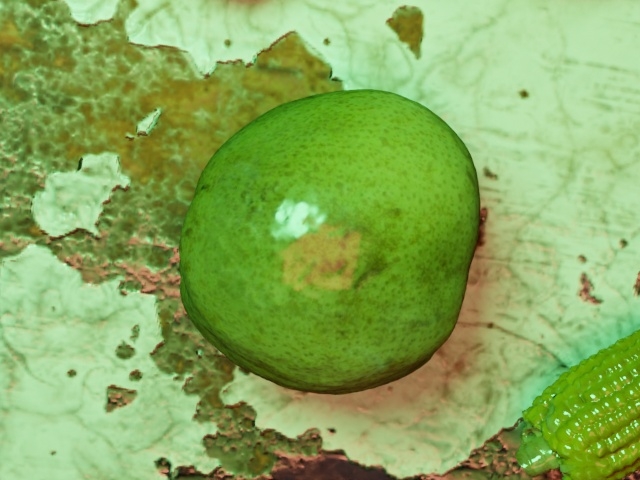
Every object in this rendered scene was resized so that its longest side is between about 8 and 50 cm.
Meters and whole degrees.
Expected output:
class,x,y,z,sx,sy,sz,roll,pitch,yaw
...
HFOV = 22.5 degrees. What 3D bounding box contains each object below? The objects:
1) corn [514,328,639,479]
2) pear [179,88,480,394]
class,x,y,z,sx,sy,sz,roll,pitch,yaw
corn,0.271,0.113,1.267,0.261,0.097,0.097,-31,105,3
pear,0.000,0.000,1.168,0.211,0.188,0.229,3,105,-12
